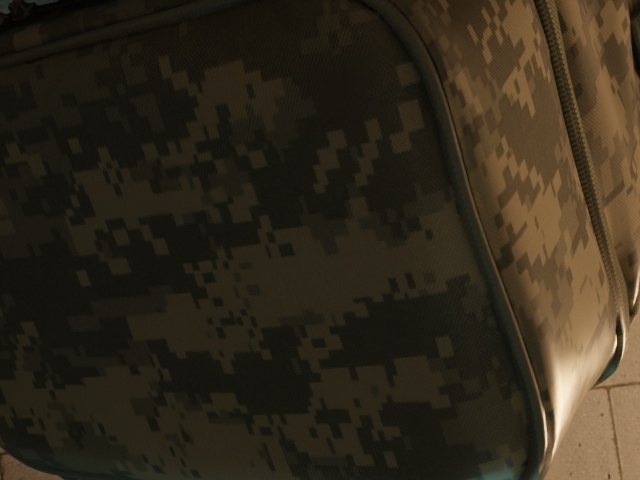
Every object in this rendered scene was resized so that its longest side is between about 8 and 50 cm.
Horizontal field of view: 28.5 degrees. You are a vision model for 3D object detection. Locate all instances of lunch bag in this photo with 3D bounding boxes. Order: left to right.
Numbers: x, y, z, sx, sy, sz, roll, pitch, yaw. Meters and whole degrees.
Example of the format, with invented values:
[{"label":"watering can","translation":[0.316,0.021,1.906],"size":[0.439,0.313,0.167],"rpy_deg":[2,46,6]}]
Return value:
[{"label":"lunch bag","translation":[-0.007,-0.038,0.557],"size":[0.305,0.212,0.256],"rpy_deg":[-7,-160,35]}]
